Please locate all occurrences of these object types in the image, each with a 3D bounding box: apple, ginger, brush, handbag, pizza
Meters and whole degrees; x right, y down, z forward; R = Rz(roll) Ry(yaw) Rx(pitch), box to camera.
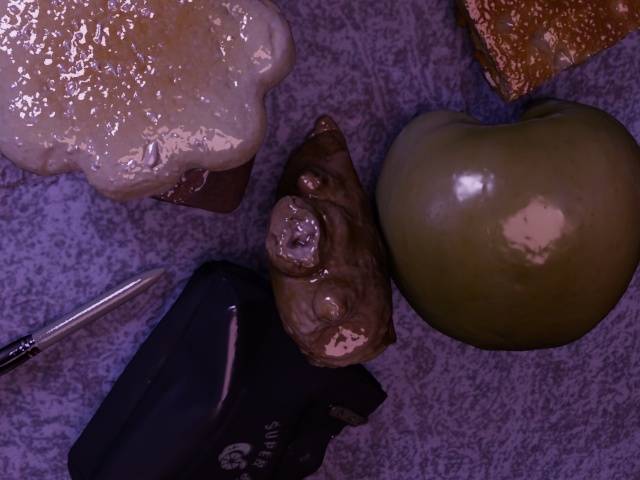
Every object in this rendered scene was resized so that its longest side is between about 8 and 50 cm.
[{"bbox_3d":[0.214,-0.012,0.974,0.295,0.233,0.258,-7,107,-10],"label":"apple"},{"bbox_3d":[0.000,0.000,0.952,0.123,0.219,0.270,-20,74,12],"label":"ginger"},{"bbox_3d":[-0.303,0.103,1.007,0.299,0.042,0.039,-32,129,-4],"label":"brush"},{"bbox_3d":[-0.094,0.219,1.050,0.288,0.152,0.342,29,103,-34],"label":"handbag"},{"bbox_3d":[0.223,-0.243,0.977,0.292,0.058,0.197,9,98,-17],"label":"pizza"}]

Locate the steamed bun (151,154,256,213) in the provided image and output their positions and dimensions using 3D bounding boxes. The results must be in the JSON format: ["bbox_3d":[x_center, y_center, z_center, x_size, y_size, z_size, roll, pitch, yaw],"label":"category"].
[{"bbox_3d":[-0.146,-0.109,0.917,0.175,0.106,0.145,16,104,-15],"label":"steamed bun"}]

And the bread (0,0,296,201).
[{"bbox_3d":[-0.179,-0.189,0.843,0.315,0.054,0.316,0,87,-3],"label":"bread"}]
